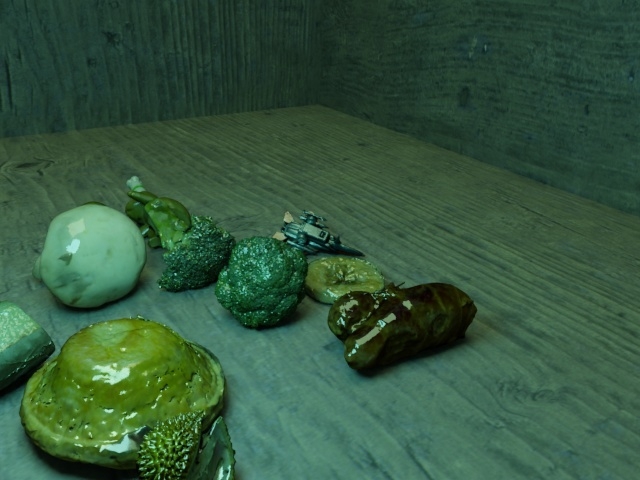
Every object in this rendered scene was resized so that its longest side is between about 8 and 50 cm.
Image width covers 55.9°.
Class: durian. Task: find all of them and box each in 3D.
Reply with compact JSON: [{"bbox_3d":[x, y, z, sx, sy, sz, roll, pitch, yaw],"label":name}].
[{"bbox_3d":[-0.261,0.423,1.080,0.138,0.193,0.237,-14,8,19],"label":"durian"}]

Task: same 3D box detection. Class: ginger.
[{"bbox_3d":[0.206,0.197,1.596,0.419,0.176,0.254,-14,35,-21],"label":"ginger"}]

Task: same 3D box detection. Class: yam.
[{"bbox_3d":[-0.763,0.253,1.350,0.202,0.201,0.271,42,45,13],"label":"yam"}]

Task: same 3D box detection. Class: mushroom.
[{"bbox_3d":[-0.694,0.048,1.753,0.336,0.314,0.314,-7,17,34],"label":"mushroom"}]

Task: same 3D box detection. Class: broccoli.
[{"bbox_3d":[-0.419,-0.020,1.893,0.252,0.221,0.361,-31,53,6],"label":"broccoli"},{"bbox_3d":[-0.168,0.112,1.699,0.270,0.269,0.270,-3,-7,-13],"label":"broccoli"}]

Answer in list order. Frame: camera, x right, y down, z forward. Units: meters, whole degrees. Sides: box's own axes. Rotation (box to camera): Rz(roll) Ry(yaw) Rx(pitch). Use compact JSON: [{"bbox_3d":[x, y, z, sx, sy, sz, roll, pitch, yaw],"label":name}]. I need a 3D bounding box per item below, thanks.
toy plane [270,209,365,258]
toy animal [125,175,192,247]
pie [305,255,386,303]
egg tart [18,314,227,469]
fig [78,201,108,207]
[{"bbox_3d":[-0.001,-0.005,2.090,0.327,0.104,0.223,14,54,16],"label":"toy plane"},{"bbox_3d":[-0.624,-0.102,2.164,0.363,0.181,0.180,22,22,33],"label":"toy animal"},{"bbox_3d":[0.071,0.121,1.883,0.274,0.055,0.274,2,25,-1],"label":"pie"},{"bbox_3d":[-0.421,0.294,1.315,0.443,0.178,0.443,2,23,-1],"label":"egg tart"},{"bbox_3d":[-0.818,-0.068,2.097,0.186,0.142,0.148,8,-5,-19],"label":"fig"}]
